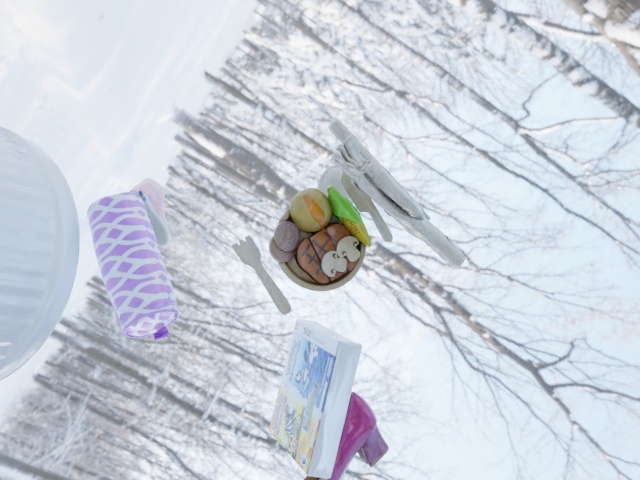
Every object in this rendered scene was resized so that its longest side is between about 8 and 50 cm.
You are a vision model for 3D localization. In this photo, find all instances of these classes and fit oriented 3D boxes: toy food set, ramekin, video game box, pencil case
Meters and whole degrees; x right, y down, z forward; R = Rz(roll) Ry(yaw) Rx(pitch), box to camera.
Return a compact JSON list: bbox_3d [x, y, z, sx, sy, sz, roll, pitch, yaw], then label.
[{"bbox_3d":[0.000,0.000,0.746,0.192,0.132,0.038,-35,-174,-15],"label":"toy food set"},{"bbox_3d":[-0.288,0.004,0.402,0.207,0.207,0.109,-58,162,1],"label":"ramekin"},{"bbox_3d":[-0.013,0.242,0.943,0.187,0.048,0.205,-174,-82,-69],"label":"video game box"},{"bbox_3d":[-0.261,0.032,0.812,0.088,0.086,0.206,108,-37,-62],"label":"pencil case"}]

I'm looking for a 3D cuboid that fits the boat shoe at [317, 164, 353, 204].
[{"bbox_3d":[0.017,-0.046,1.001,0.065,0.075,0.206,121,-17,-46],"label":"boat shoe"}]

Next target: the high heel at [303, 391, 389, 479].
[{"bbox_3d":[-0.010,0.540,1.415,0.377,0.181,0.127,-35,-167,-28],"label":"high heel"}]

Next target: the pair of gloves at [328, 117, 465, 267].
[{"bbox_3d":[0.082,-0.064,0.756,0.042,0.204,0.240,-43,-162,11],"label":"pair of gloves"}]

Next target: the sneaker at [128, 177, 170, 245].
[{"bbox_3d":[-0.313,-0.059,1.119,0.050,0.134,0.070,-4,-143,21],"label":"sneaker"}]
